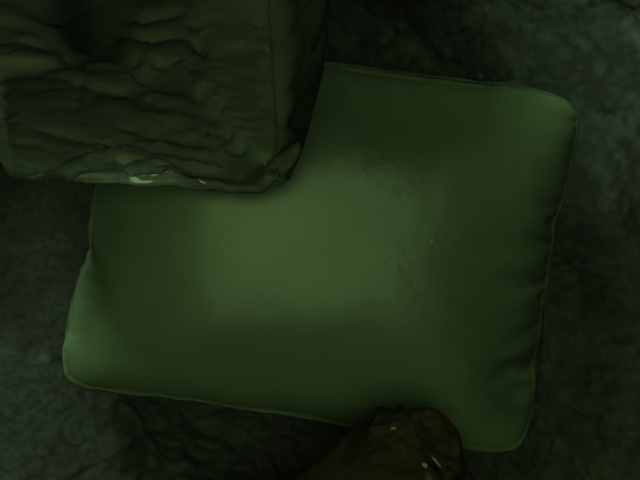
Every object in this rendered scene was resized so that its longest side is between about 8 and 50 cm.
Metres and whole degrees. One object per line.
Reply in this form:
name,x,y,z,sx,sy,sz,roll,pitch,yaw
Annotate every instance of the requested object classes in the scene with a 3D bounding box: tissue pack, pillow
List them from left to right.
tissue pack,-0.088,-0.251,0.516,0.207,0.297,0.381,4,66,0
pillow,0.000,0.000,0.660,0.322,0.120,0.256,8,90,-3

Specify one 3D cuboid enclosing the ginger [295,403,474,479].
ginger,-0.005,0.250,0.611,0.375,0.176,0.256,-19,91,26
